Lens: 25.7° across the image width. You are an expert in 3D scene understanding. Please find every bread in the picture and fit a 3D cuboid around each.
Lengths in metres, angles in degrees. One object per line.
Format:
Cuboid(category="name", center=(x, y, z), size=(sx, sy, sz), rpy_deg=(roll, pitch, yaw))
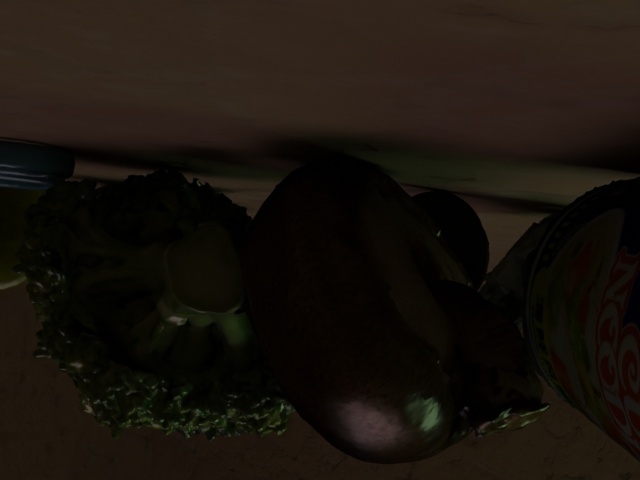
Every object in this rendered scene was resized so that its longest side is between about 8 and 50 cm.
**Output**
Cuboid(category="bread", center=(-0.328, -0.016, 1.476), size=(0.111, 0.129, 0.114), rpy_deg=(-9, -177, 5))

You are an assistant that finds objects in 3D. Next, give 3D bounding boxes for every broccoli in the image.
Cuboid(category="broccoli", center=(-0.131, 0.065, 1.260), size=(0.288, 0.235, 0.260), rpy_deg=(2, -162, -12))

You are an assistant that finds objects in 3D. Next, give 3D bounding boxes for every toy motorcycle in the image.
Cuboid(category="toy motorcycle", center=(0.210, 0.030, 1.350), size=(0.151, 0.074, 0.228), rpy_deg=(-42, -179, 24))

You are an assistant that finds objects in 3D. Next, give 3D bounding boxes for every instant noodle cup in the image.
Cuboid(category="instant noodle cup", center=(0.281, 0.060, 0.921), size=(0.284, 0.284, 0.312), rpy_deg=(6, -176, -15))

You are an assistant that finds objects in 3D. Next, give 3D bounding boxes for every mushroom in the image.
Cuboid(category="mushroom", center=(0.049, 0.066, 1.115), size=(0.278, 0.163, 0.297), rpy_deg=(50, -165, 21))

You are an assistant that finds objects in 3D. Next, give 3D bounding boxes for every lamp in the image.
Cuboid(category="lamp", center=(-0.007, -0.030, 1.394), size=(0.371, 0.108, 0.130), rpy_deg=(21, -131, 41))

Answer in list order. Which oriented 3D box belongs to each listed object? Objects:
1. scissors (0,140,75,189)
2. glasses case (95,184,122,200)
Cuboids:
Cuboid(category="scissors", center=(-0.447, -0.086, 1.248), size=(0.447, 0.029, 0.192), rpy_deg=(6, 176, -16))
Cuboid(category="glasses case", center=(-0.173, -0.002, 1.610), size=(0.128, 0.083, 0.308), rpy_deg=(21, -179, 16))
